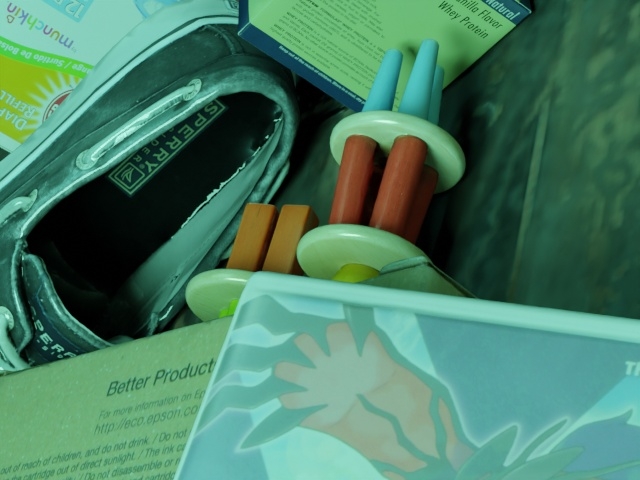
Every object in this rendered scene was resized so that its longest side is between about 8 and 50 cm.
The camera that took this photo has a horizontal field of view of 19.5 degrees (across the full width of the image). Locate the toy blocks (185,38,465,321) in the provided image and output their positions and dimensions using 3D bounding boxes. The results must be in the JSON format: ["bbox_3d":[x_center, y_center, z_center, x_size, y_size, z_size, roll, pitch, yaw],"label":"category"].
[{"bbox_3d":[0.000,0.000,0.712,0.123,0.054,0.148,-21,44,49],"label":"toy blocks"}]

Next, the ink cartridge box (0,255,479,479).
[{"bbox_3d":[-0.043,0.127,0.592,0.234,0.088,0.193,-16,48,44],"label":"ink cartridge box"}]

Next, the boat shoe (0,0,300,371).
[{"bbox_3d":[-0.119,0.024,0.841,0.301,0.108,0.102,-43,28,13],"label":"boat shoe"}]

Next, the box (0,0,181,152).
[{"bbox_3d":[-0.121,-0.144,0.996,0.203,0.114,0.103,-55,29,8],"label":"box"}]

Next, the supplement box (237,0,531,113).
[{"bbox_3d":[0.025,-0.103,0.744,0.083,0.083,0.056,-41,32,32],"label":"supplement box"}]

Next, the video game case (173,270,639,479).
[{"bbox_3d":[0.045,0.100,0.450,0.201,0.023,0.183,6,61,25],"label":"video game case"}]
